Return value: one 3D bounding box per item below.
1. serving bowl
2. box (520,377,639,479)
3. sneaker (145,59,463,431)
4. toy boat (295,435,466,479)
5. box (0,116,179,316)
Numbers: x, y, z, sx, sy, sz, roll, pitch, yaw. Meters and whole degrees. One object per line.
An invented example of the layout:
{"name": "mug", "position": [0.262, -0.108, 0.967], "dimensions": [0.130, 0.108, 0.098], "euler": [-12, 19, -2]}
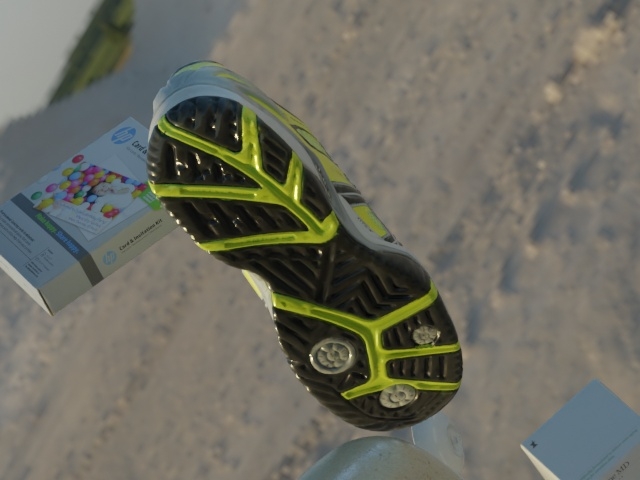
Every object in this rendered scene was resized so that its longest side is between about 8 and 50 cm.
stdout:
{"name": "serving bowl", "position": [0.121, 0.202, 1.824], "dimensions": [0.027, 0.083, 0.083], "euler": [-21, 26, 21]}
{"name": "box", "position": [0.267, 0.208, 1.751], "dimensions": [0.101, 0.087, 0.102], "euler": [-41, 37, -5]}
{"name": "sneaker", "position": [0.000, 0.000, 1.515], "dimensions": [0.145, 0.385, 0.147], "euler": [-27, 31, 13]}
{"name": "toy boat", "position": [0.073, 0.305, 1.283], "dimensions": [0.148, 0.318, 0.267], "euler": [-48, 0, 43]}
{"name": "box", "position": [-0.208, -0.025, 1.688], "dimensions": [0.186, 0.038, 0.145], "euler": [-35, 40, -16]}
